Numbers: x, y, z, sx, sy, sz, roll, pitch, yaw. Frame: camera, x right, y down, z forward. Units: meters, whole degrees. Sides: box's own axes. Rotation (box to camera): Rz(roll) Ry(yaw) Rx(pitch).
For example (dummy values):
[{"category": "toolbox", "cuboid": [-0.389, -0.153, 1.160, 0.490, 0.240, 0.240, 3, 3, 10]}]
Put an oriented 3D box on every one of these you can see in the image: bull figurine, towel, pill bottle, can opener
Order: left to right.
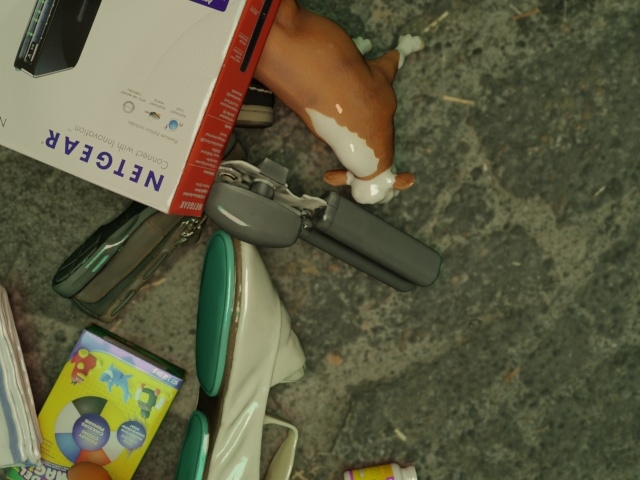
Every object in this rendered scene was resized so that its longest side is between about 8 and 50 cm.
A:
[{"category": "towel", "cuboid": [-0.455, 0.170, 1.062, 0.285, 0.034, 0.209, -10, 94, 11]}, {"category": "can opener", "cuboid": [0.000, 0.000, 1.020, 0.283, 0.076, 0.095, 29, 64, -24]}, {"category": "bull figurine", "cuboid": [0.011, -0.179, 1.003, 0.310, 0.101, 0.188, 43, 50, -27]}, {"category": "pill bottle", "cuboid": [0.070, 0.283, 1.111, 0.083, 0.043, 0.043, -10, 95, -1]}]

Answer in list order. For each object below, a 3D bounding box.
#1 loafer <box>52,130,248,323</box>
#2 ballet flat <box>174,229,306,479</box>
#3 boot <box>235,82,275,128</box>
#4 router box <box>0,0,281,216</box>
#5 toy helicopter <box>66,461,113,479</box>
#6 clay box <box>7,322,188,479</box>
[{"category": "loafer", "cuboid": [-0.176, -0.014, 1.068, 0.267, 0.096, 0.084, -39, 114, 8]}, {"category": "ballet flat", "cuboid": [-0.084, 0.178, 1.069, 0.139, 0.139, 0.400, 9, 98, -3]}, {"category": "boot", "cuboid": [-0.202, -0.286, 1.018, 0.377, 0.138, 0.284, 17, 93, 2]}, {"category": "router box", "cuboid": [-0.216, -0.220, 0.892, 0.335, 0.082, 0.301, 21, 94, 14]}, {"category": "toy helicopter", "cuboid": [-0.174, 0.374, 0.990, 0.355, 0.140, 0.235, 11, 108, 19]}, {"category": "clay box", "cuboid": [-0.259, 0.222, 1.089, 0.127, 0.053, 0.222, 27, 92, -3]}]
